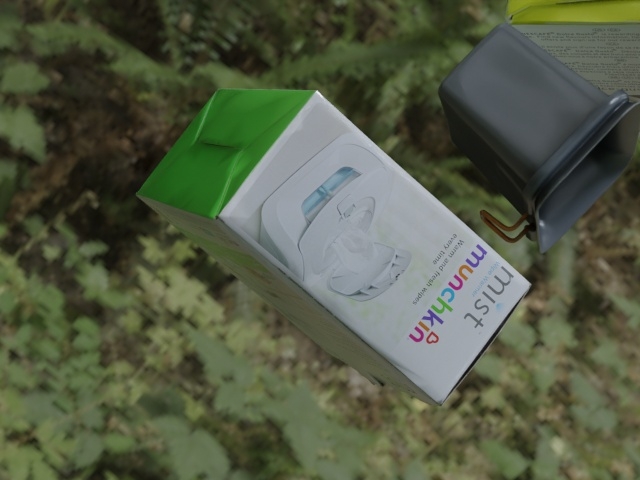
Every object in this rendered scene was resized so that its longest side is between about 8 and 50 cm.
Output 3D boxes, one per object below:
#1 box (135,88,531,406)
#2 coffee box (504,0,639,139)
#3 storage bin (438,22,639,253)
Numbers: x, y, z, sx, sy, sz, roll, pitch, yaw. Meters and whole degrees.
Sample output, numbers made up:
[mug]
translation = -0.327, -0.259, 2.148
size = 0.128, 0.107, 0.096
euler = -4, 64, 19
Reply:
[box]
translation = 0.000, 0.000, 1.252
size = 0.231, 0.127, 0.262
euler = 40, -8, -18
[coffee box]
translation = 0.367, -0.285, 1.325
size = 0.334, 0.338, 0.338
euler = 32, 63, -67
[storage bin]
translation = 0.115, -0.057, 0.896
size = 0.091, 0.098, 0.135
euler = 43, -3, 16
